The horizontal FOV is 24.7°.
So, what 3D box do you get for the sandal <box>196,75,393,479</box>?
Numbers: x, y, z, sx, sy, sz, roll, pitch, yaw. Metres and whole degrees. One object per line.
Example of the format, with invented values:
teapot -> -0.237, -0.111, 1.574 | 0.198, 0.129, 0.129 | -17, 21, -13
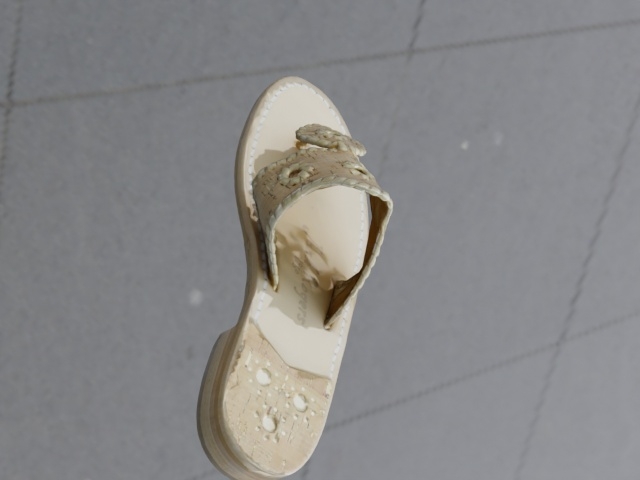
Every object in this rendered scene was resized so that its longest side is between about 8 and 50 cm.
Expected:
sandal -> 0.005, 0.003, 0.717 | 0.088, 0.079, 0.240 | 32, 50, -27
